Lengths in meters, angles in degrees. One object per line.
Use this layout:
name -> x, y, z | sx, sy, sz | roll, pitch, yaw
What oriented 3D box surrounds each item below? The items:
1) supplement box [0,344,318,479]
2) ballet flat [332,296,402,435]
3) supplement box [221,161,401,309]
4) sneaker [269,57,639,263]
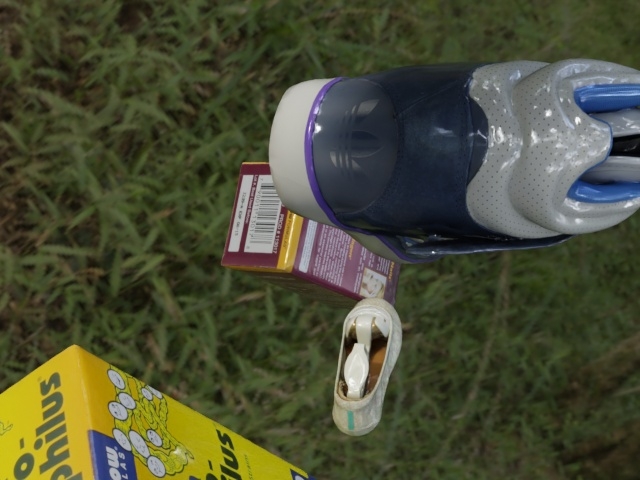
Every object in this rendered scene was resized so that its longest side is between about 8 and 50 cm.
supplement box -> -0.150, 0.276, 1.048 | 0.356, 0.195, 0.194 | 38, 24, -45
ballet flat -> 0.043, 0.100, 1.087 | 0.168, 0.057, 0.052 | -81, 166, -47
supplement box -> 0.000, 0.000, 1.169 | 0.188, 0.080, 0.104 | 25, 73, -51
sneaker -> 0.137, -0.045, 0.801 | 0.322, 0.236, 0.130 | 7, 87, -63
